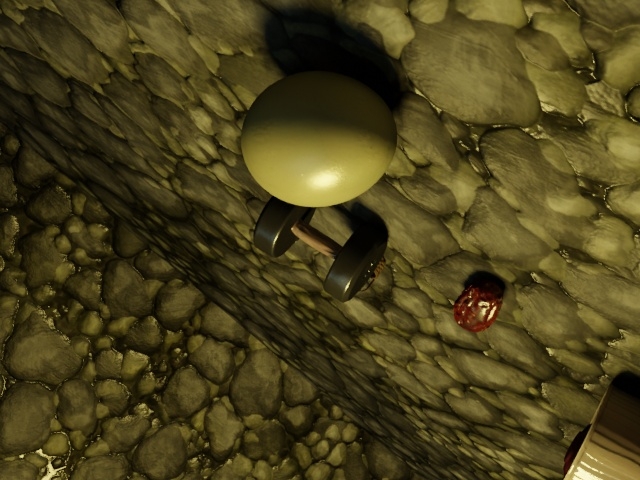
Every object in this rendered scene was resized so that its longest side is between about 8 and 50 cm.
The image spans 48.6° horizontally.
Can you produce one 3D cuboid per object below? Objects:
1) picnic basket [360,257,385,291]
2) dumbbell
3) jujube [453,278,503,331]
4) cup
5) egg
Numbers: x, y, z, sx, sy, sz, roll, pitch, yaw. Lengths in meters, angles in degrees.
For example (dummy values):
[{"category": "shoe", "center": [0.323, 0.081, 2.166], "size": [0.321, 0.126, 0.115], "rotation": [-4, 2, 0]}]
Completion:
[{"category": "picnic basket", "center": [0.084, 0.060, 1.423], "size": [0.072, 0.083, 0.072], "rotation": [31, 159, 13]}, {"category": "dumbbell", "center": [0.000, 0.000, 1.331], "size": [0.218, 0.152, 0.152], "rotation": [32, 160, 12]}, {"category": "jujube", "center": [0.279, 0.113, 1.242], "size": [0.077, 0.077, 0.129], "rotation": [34, 151, 8]}, {"category": "cup", "center": [0.567, 0.408, 1.218], "size": [0.273, 0.208, 0.288], "rotation": [26, 156, 24]}, {"category": "egg", "center": [-0.003, -0.139, 0.976], "size": [0.242, 0.186, 0.186], "rotation": [0, 140, 44]}]
